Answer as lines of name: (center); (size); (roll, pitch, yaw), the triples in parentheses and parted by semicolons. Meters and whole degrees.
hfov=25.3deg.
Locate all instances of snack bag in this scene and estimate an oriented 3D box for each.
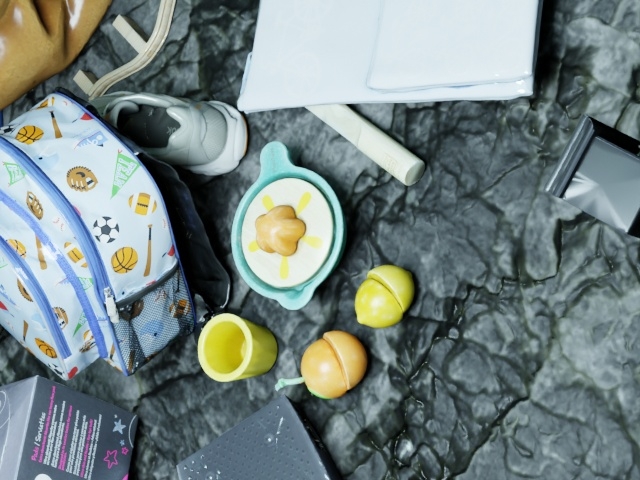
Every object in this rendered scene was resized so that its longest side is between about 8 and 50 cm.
snack bag: (0.072, -0.289, 1.420); (0.343, 0.037, 0.323); (0, 76, 33)

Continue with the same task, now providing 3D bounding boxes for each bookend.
bookend: (0.293, -0.028, 1.186); (0.156, 0.157, 0.072); (33, 101, 33)

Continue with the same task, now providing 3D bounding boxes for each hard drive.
hard drive: (-0.032, 0.300, 1.413); (0.172, 0.054, 0.254); (-36, 65, 24)

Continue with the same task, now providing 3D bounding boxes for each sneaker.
sneaker: (-0.213, -0.126, 1.555); (0.263, 0.121, 0.099); (0, 82, 33)

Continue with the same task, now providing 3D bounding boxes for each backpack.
backpack: (-0.258, -0.010, 1.469); (0.277, 0.213, 0.263); (30, 139, 32)

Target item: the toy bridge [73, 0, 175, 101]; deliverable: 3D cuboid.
toy bridge: (-0.210, -0.232, 1.625); (0.063, 0.026, 0.188); (47, 108, 28)

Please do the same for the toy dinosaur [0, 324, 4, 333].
toy dinosaur: (-0.421, 0.059, 1.687); (0.314, 0.121, 0.160); (26, 110, 29)

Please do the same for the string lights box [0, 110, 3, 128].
string lights box: (-0.464, -0.180, 1.753); (0.133, 0.077, 0.259); (-12, 77, 31)

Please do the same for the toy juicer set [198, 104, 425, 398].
toy juicer set: (0.000, 0.000, 1.415); (0.209, 0.089, 0.328); (15, 91, 34)

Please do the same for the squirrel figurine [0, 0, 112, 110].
squirrel figurine: (-0.458, -0.245, 1.514); (0.281, 0.370, 0.397); (26, 86, 15)

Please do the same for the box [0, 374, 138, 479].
box: (-0.313, 0.286, 1.492); (0.163, 0.142, 0.247); (-18, 53, 41)
